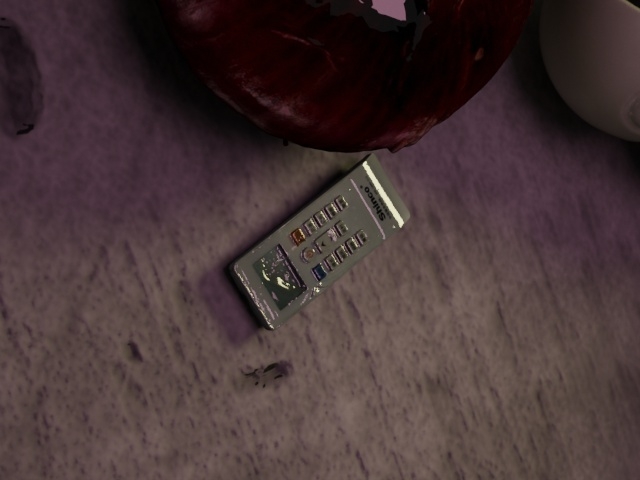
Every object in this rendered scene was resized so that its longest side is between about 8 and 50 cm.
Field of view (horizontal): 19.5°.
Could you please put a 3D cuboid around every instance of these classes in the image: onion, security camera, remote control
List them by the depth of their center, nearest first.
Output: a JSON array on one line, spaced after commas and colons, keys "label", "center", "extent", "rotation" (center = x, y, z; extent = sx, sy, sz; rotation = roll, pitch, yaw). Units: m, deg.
[{"label": "onion", "center": [0.029, -0.220, 1.315], "extent": [0.314, 0.232, 0.314], "rotation": [7, 77, -34]}, {"label": "remote control", "center": [0.000, 0.000, 1.382], "extent": [0.162, 0.029, 0.061], "rotation": [-38, 102, -30]}, {"label": "security camera", "center": [0.287, -0.162, 1.534], "extent": [0.236, 0.194, 0.195], "rotation": [24, 68, -26]}]
